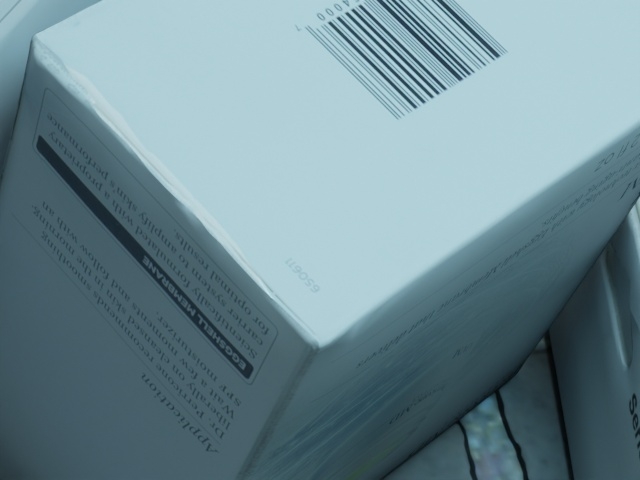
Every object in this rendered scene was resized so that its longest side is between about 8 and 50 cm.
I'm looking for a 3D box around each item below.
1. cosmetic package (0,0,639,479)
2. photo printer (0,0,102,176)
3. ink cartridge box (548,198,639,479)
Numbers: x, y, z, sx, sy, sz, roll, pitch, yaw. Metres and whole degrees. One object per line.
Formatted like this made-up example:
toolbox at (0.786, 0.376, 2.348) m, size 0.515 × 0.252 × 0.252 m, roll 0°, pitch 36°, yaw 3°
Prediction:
cosmetic package at (0.000, 0.000, 0.694) m, size 0.224 × 0.224 × 0.138 m, roll -33°, pitch 72°, yaw -35°
photo printer at (-0.050, -0.129, 0.691) m, size 0.307 × 0.256 × 0.107 m, roll -46°, pitch 75°, yaw 3°
ink cartridge box at (0.245, 0.053, 0.794) m, size 0.278 × 0.117 × 0.201 m, roll 6°, pitch 49°, yaw -12°
